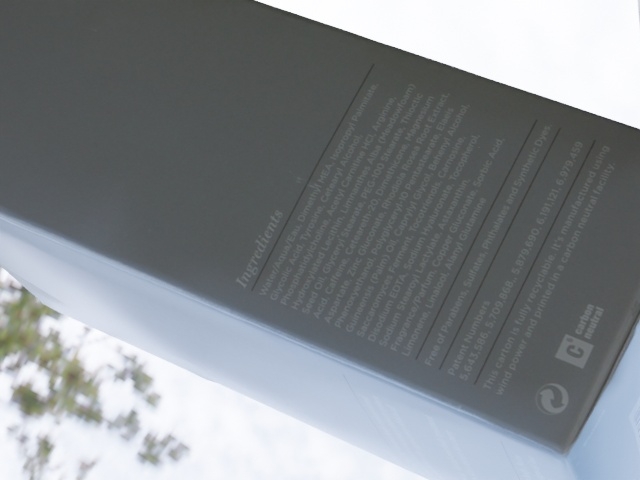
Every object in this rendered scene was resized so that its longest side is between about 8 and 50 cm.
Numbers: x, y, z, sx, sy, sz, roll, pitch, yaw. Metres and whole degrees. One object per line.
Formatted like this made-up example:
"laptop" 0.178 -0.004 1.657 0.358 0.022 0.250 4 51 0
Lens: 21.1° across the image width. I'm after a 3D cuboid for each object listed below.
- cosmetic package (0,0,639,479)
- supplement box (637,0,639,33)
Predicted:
"cosmetic package" 0.000 0.000 0.542 0.238 0.127 0.107 25 -104 23
"supplement box" 0.154 -0.068 0.444 0.073 0.239 0.130 -9 -73 -10
